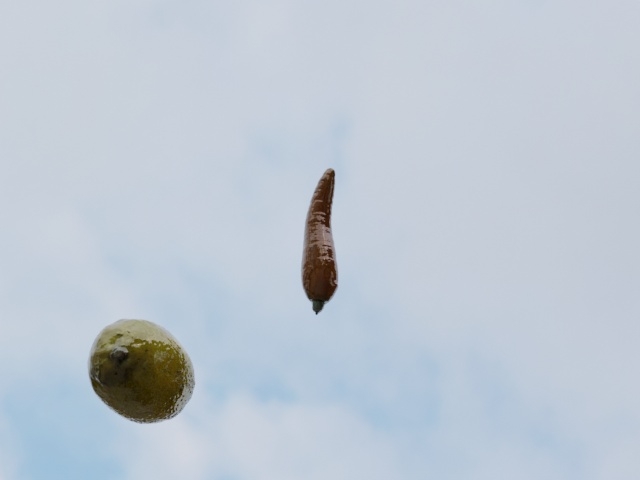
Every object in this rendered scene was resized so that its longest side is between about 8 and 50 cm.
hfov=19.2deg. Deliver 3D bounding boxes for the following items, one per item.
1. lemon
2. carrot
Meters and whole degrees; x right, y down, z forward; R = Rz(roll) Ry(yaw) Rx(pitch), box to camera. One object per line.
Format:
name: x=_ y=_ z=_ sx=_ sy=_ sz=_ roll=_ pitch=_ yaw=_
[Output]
lemon: x=-0.147 y=0.111 z=1.580 sx=0.082 sy=0.082 sz=0.110 roll=-8 pitch=-34 yaw=28
carrot: x=0.000 y=0.000 z=1.704 sx=0.035 sy=0.142 sz=0.035 roll=1 pitch=-24 yaw=1
